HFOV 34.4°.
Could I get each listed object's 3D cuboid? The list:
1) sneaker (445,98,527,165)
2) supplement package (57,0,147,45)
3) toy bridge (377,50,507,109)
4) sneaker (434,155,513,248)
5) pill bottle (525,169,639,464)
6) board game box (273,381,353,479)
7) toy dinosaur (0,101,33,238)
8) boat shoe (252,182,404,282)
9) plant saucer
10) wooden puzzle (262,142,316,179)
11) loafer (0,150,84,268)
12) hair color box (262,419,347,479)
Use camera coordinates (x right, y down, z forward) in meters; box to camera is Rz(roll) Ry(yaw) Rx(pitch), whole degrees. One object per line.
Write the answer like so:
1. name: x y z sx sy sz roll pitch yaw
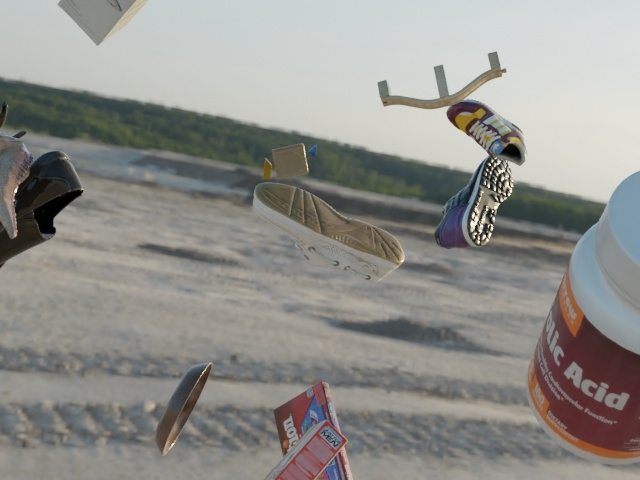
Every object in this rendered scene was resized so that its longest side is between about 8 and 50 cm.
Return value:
1. sneaker: 0.330 -0.211 2.024 0.186 0.069 0.083 22 38 -20
2. supplement package: -0.359 -0.447 1.816 0.179 0.105 0.105 -36 11 41
3. toy bridge: 0.180 -0.226 1.515 0.188 0.063 0.026 -13 -31 11
4. sneaker: 0.333 -0.094 2.314 0.124 0.283 0.107 -12 -56 42
5. pill bottle: 0.408 0.103 1.317 0.224 0.224 0.392 11 -39 5
6. board game box: -0.011 0.442 2.082 0.145 0.281 0.027 -36 -36 30
7. toy dinosaur: -0.408 -0.094 1.223 0.296 0.127 0.200 19 23 37
8. boat shoe: 0.000 0.000 1.686 0.277 0.096 0.098 26 35 -18
9. plant saucer: -0.227 0.269 1.682 0.029 0.168 0.168 26 4 4
10. wooden puzzle: -0.065 -0.165 2.154 0.116 0.078 0.014 -6 28 -8
11. loafer: -0.407 -0.021 1.408 0.078 0.220 0.080 43 7 17
12. hair color box: -0.039 0.366 1.641 0.053 0.167 0.093 45 -24 0
